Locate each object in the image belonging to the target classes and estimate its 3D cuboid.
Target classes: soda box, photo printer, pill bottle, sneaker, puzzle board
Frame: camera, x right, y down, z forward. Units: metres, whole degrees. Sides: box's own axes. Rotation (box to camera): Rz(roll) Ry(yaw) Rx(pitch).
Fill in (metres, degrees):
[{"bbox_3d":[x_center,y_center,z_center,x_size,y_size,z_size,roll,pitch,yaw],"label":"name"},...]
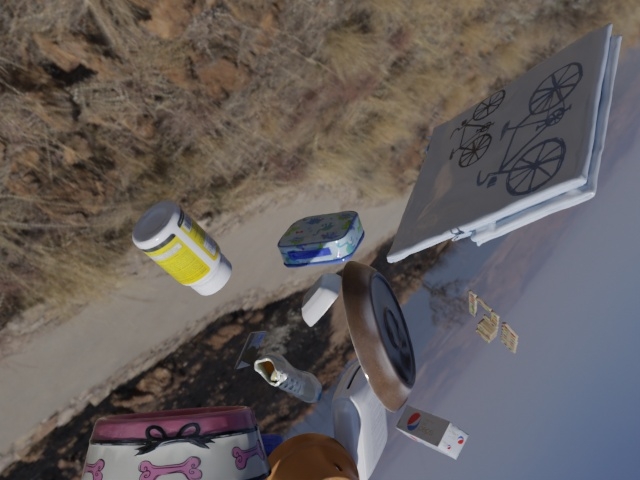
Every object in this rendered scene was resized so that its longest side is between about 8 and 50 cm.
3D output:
[{"bbox_3d":[0.288,0.500,1.645,0.074,0.069,0.216,-58,-163,-15],"label":"soda box"},{"bbox_3d":[0.121,0.529,1.898,0.256,0.107,0.308,-41,129,-61],"label":"photo printer"},{"bbox_3d":[-0.289,0.022,1.336,0.119,0.119,0.208,-48,130,-10],"label":"pill bottle"},{"bbox_3d":[-0.097,0.413,1.853,0.092,0.228,0.088,2,110,-58],"label":"sneaker"},{"bbox_3d":[-0.177,0.274,1.581,0.096,0.011,0.128,-67,167,-1],"label":"puzzle board"}]

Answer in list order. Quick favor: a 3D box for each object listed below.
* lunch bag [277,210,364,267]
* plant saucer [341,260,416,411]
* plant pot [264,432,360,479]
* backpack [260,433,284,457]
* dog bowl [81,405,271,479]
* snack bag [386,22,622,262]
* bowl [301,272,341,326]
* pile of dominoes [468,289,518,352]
[{"bbox_3d":[0.000,0.000,1.725,0.090,0.218,0.176,70,27,-24],"label":"lunch bag"},{"bbox_3d":[0.127,0.182,1.252,0.050,0.311,0.310,-21,170,18],"label":"plant saucer"},{"bbox_3d":[-0.004,0.687,1.666,0.291,0.291,0.203,-47,-163,-14],"label":"plant pot"},{"bbox_3d":[-0.161,0.618,1.802,0.101,0.120,0.098,-88,174,-67],"label":"backpack"},{"bbox_3d":[-0.313,0.451,1.371,0.407,0.151,0.408,-5,168,-1],"label":"dog bowl"},{"bbox_3d":[0.246,-0.119,0.878,0.342,0.037,0.323,-28,-150,48],"label":"snack bag"},{"bbox_3d":[-0.004,0.158,1.768,0.142,0.053,0.142,-52,-171,22],"label":"bowl"},{"bbox_3d":[0.519,0.264,1.925,0.040,0.196,0.251,-42,155,-5],"label":"pile of dominoes"}]
